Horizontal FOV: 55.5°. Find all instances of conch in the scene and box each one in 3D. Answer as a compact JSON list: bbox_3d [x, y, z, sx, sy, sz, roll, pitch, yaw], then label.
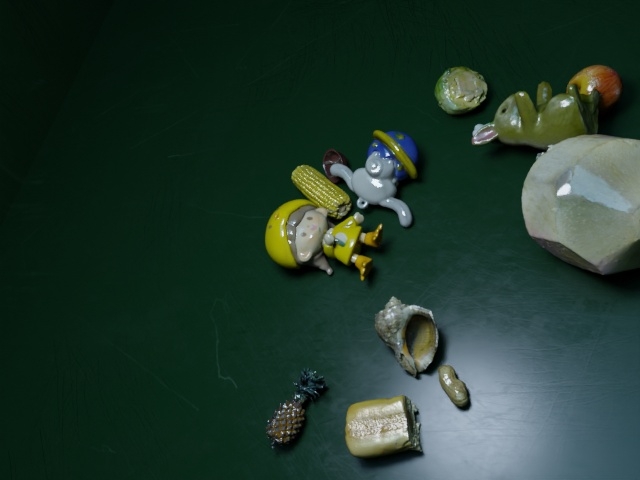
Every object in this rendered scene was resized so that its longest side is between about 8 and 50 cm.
[{"bbox_3d":[0.222,0.235,1.528,0.155,0.130,0.207,-34,63,42],"label":"conch"}]

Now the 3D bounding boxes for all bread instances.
[{"bbox_3d":[0.148,0.449,1.458,0.173,0.085,0.134,-13,59,16],"label":"bread"}]

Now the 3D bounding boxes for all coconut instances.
[{"bbox_3d":[0.656,-0.086,1.401,0.353,0.352,0.352,-12,56,19],"label":"coconut"}]

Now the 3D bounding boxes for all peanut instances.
[{"bbox_3d":[0.318,0.348,1.463,0.054,0.054,0.113,-32,52,4],"label":"peanut"}]

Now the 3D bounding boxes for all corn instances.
[{"bbox_3d":[-0.001,-0.154,1.905,0.093,0.093,0.244,-45,51,-6],"label":"corn"}]

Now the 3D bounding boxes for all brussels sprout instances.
[{"bbox_3d":[0.426,-0.453,1.875,0.152,0.122,0.149,29,81,0],"label":"brussels sprout"}]

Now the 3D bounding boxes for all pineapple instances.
[{"bbox_3d":[-0.066,0.434,1.566,0.083,0.103,0.221,33,74,2],"label":"pineapple"}]

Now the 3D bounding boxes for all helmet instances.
[{"bbox_3d":[0.059,-0.239,1.953,0.089,0.057,0.111,-39,65,42],"label":"helmet"}]

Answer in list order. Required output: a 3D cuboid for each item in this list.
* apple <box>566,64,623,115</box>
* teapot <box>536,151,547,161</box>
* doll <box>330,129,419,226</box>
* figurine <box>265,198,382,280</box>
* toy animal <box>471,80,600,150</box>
[{"bbox_3d":[0.748,-0.408,1.670,0.147,0.146,0.146,-12,56,19],"label":"apple"},{"bbox_3d":[0.611,-0.208,1.651,0.057,0.083,0.067,-34,54,8],"label":"teapot"},{"bbox_3d":[0.203,-0.193,1.787,0.243,0.159,0.311,-32,66,-10],"label":"doll"},{"bbox_3d":[0.000,0.000,1.758,0.344,0.187,0.215,16,59,26],"label":"figurine"},{"bbox_3d":[0.558,-0.336,1.648,0.363,0.181,0.180,11,110,39],"label":"toy animal"}]
